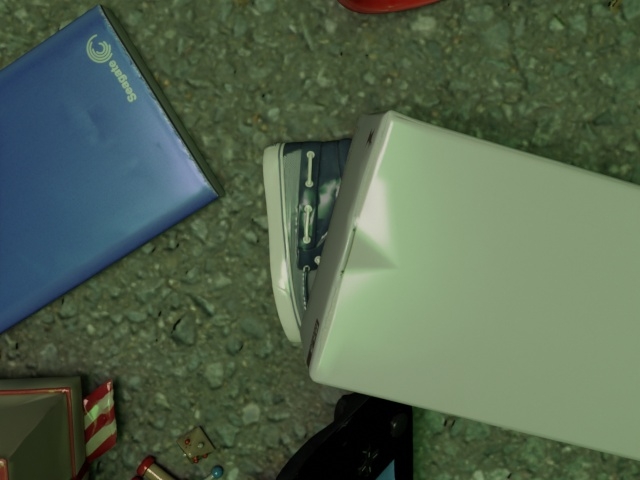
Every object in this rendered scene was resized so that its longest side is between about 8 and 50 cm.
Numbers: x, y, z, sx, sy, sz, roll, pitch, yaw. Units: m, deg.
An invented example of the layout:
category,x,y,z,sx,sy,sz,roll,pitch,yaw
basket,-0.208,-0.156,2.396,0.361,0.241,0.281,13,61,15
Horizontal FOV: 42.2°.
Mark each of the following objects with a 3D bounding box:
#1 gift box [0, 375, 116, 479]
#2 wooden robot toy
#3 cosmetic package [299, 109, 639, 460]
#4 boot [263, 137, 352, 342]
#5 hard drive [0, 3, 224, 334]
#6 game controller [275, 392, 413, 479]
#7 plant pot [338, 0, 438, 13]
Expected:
category,x,y,z,sx,sy,sz,roll,pitch,yaw
gift box,-0.324,0.234,0.722,0.255,0.258,0.276,3,94,-4
wooden robot toy,-0.163,0.267,0.810,0.076,0.079,0.173,32,98,1
cosmetic package,0.192,0.043,0.691,0.385,0.156,0.217,17,97,-5
boot,0.000,0.000,0.770,0.086,0.069,0.190,-5,95,11
hard drive,-0.283,-0.050,0.803,0.319,0.040,0.210,-31,93,8
game controller,0.027,0.277,0.717,0.067,0.166,0.319,12,123,27
plant pot,0.088,-0.350,0.641,0.275,0.275,0.243,-23,85,7
